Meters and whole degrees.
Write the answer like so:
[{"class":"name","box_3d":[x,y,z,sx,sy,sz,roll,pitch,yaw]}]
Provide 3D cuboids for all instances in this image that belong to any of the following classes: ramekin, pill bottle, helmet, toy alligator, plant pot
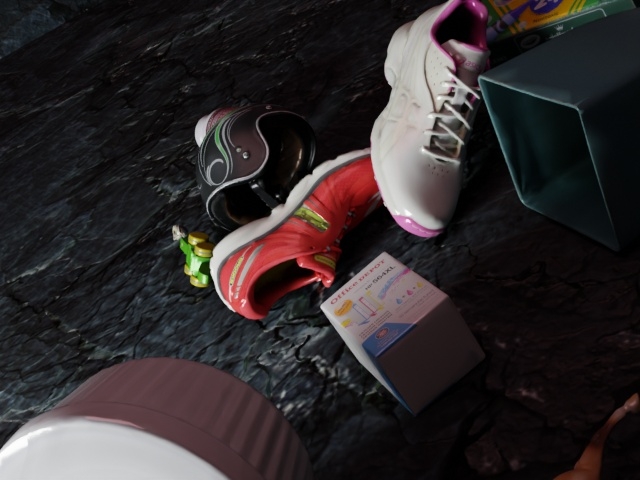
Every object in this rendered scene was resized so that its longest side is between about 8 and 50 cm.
[{"class":"ramekin","box_3d":[-0.127,0.220,0.772,0.273,0.272,0.127,-19,20,24]},{"class":"pill bottle","box_3d":[-0.134,-0.173,1.501,0.152,0.086,0.086,8,50,48]},{"class":"helmet","box_3d":[-0.089,-0.107,1.289,0.170,0.169,0.161,-19,50,24]},{"class":"toy alligator","box_3d":[-0.163,0.017,1.299,0.051,0.056,0.189,3,20,-22]},{"class":"plant pot","box_3d":[0.319,-0.140,0.945,0.234,0.165,0.165,-33,30,-11]}]

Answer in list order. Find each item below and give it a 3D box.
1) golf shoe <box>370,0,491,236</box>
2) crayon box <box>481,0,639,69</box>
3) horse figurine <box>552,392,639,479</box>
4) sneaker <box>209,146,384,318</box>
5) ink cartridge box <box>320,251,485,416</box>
[{"class":"golf shoe","box_3d":[0.137,-0.157,1.095,0.140,0.115,0.306,-37,44,56]},{"class":"crayon box","box_3d":[0.324,-0.361,1.214,0.203,0.083,0.322,-14,44,35]},{"class":"horse figurine","box_3d":[0.226,0.206,0.633,0.174,0.066,0.263,-35,27,-12]},{"class":"sneaker","box_3d":[0.000,0.000,1.142,0.279,0.107,0.118,-38,48,0]},{"class":"ink cartridge box","box_3d":[0.074,0.086,0.924,0.092,0.090,0.143,-39,31,-8]}]
